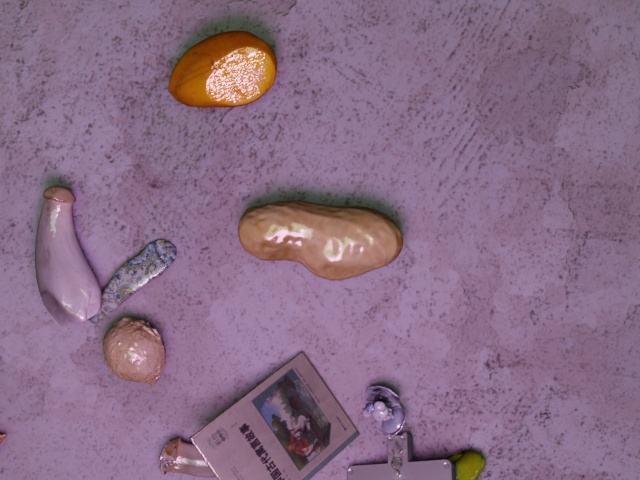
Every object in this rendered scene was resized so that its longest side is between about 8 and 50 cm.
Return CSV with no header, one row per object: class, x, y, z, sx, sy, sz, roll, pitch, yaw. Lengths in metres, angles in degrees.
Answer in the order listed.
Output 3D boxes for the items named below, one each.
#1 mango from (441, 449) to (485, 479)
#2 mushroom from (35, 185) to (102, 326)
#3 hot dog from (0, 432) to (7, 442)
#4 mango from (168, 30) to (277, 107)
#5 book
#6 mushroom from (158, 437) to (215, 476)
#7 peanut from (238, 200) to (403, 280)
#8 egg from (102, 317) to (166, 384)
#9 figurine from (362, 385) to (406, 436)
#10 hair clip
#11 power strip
mango,0.258,0.481,1.570,0.165,0.074,0.091,-42,95,-11
mushroom,-0.503,0.031,1.542,0.118,0.103,0.270,-18,87,31
hot dog,-0.756,0.427,1.577,0.269,0.072,0.109,-16,94,3
mango,-0.190,-0.323,1.530,0.217,0.102,0.141,-20,116,4
book,-0.082,0.378,1.530,0.282,0.025,0.215,-37,93,-27
mushroom,-0.208,0.424,1.568,0.223,0.081,0.092,-10,110,3
peanut,0.000,0.000,1.519,0.318,0.147,0.148,6,92,-2
egg,-0.360,0.217,1.548,0.140,0.118,0.116,47,49,8
figurine,0.120,0.331,1.563,0.086,0.094,0.082,42,51,-28
hair clip,-0.379,0.084,1.576,0.229,0.036,0.066,-43,85,2
power strip,0.154,0.448,1.543,0.215,0.061,0.145,-11,60,21
